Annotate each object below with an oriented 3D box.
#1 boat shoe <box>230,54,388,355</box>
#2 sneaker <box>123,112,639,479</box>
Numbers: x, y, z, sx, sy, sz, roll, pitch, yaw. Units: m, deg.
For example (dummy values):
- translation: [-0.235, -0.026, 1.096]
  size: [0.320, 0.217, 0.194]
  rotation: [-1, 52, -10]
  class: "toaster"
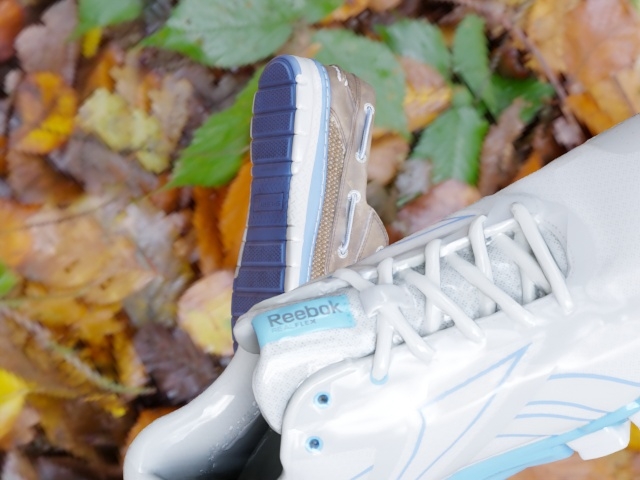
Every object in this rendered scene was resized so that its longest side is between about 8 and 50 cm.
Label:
- translation: [0.000, 0.000, 0.778]
  size: [0.066, 0.066, 0.183]
  rotation: [6, 92, -28]
  class: "boat shoe"
- translation: [0.027, 0.027, 0.381]
  size: [0.083, 0.191, 0.071]
  rotation: [27, 30, -43]
  class: "sneaker"
